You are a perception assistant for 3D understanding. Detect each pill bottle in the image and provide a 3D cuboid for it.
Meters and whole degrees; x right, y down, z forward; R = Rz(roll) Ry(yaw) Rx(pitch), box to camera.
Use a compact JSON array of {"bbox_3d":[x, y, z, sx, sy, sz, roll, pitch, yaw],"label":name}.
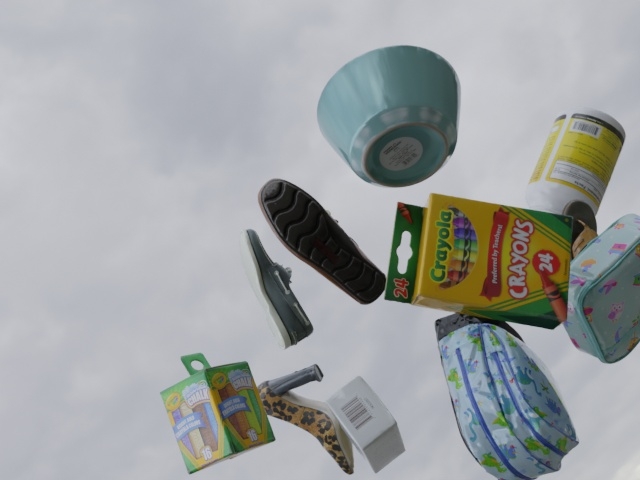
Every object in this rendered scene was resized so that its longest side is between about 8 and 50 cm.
[{"bbox_3d":[0.634,-0.156,2.194,0.334,0.187,0.188,-64,-27,-15],"label":"pill bottle"}]

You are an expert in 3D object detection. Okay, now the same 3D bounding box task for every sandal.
[{"bbox_3d":[0.569,0.021,1.868,0.090,0.219,0.060,4,-2,-19],"label":"sandal"}]

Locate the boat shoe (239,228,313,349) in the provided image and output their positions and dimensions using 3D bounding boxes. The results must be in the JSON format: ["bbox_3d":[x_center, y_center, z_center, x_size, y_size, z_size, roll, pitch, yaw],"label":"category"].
[{"bbox_3d":[-0.114,0.110,2.157,0.099,0.320,0.116,-20,-8,-18],"label":"boat shoe"}]

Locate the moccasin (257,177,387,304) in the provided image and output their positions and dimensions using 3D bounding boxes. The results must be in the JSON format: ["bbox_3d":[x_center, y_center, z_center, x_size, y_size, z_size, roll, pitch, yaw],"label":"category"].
[{"bbox_3d":[0.002,-0.003,2.054,0.139,0.380,0.147,-53,13,-2],"label":"moccasin"}]

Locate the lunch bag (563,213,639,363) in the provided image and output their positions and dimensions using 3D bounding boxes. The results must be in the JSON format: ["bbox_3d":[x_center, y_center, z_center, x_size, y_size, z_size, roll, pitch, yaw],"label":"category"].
[{"bbox_3d":[0.607,0.098,1.728,0.279,0.108,0.224,-39,-62,-14],"label":"lunch bag"}]

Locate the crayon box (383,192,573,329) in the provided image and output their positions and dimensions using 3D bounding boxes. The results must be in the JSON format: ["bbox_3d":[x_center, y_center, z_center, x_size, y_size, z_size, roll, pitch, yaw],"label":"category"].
[{"bbox_3d":[0.286,0.034,1.561,0.318,0.202,0.081,9,-19,-1],"label":"crayon box"}]

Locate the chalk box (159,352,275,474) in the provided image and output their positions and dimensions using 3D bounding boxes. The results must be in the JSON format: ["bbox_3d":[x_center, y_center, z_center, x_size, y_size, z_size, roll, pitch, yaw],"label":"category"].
[{"bbox_3d":[-0.202,0.311,1.640,0.132,0.213,0.132,-29,-14,30],"label":"chalk box"}]

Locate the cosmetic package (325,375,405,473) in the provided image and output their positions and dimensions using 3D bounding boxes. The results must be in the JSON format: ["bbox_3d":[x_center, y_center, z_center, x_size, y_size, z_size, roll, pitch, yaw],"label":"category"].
[{"bbox_3d":[0.089,0.349,1.618,0.085,0.117,0.231,-36,-25,-6],"label":"cosmetic package"}]

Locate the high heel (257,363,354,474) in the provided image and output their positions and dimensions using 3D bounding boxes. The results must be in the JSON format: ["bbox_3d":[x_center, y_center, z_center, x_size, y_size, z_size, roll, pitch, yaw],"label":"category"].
[{"bbox_3d":[-0.040,0.419,1.920,0.186,0.261,0.093,-24,0,17],"label":"high heel"}]

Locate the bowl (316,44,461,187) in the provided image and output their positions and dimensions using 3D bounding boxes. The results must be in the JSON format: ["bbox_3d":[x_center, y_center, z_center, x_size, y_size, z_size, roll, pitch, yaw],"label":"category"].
[{"bbox_3d":[0.159,-0.226,1.769,0.311,0.163,0.312,-8,-41,-7],"label":"bowl"}]

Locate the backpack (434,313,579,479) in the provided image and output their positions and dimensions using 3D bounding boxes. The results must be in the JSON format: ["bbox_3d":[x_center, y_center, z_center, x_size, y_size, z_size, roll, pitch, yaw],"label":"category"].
[{"bbox_3d":[0.402,0.352,1.869,0.273,0.356,0.290,-22,-48,32],"label":"backpack"}]
